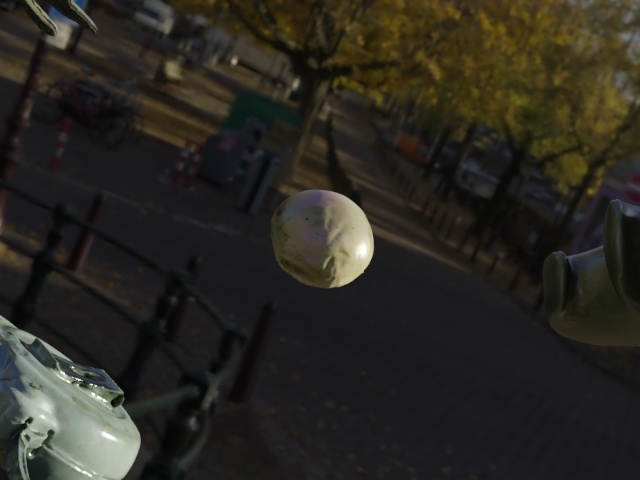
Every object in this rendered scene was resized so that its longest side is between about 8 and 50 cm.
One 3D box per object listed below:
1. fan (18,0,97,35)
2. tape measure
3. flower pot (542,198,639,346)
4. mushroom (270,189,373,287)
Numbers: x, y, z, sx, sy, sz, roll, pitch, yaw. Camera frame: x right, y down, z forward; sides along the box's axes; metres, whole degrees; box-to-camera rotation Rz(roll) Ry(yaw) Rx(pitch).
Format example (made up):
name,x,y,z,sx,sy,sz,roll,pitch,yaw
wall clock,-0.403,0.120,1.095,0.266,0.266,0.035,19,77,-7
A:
name,x,y,z,sx,sy,sz,roll,pitch,yaw
fan,-0.159,-0.135,0.560,0.132,0.009,0.220,34,-5,6
tape measure,-0.151,0.149,0.748,0.164,0.084,0.330,34,2,-46
flower pot,0.447,0.043,1.262,0.367,0.165,0.254,6,-21,-9
mushroom,0.000,0.000,0.903,0.083,0.067,0.084,9,54,-12
